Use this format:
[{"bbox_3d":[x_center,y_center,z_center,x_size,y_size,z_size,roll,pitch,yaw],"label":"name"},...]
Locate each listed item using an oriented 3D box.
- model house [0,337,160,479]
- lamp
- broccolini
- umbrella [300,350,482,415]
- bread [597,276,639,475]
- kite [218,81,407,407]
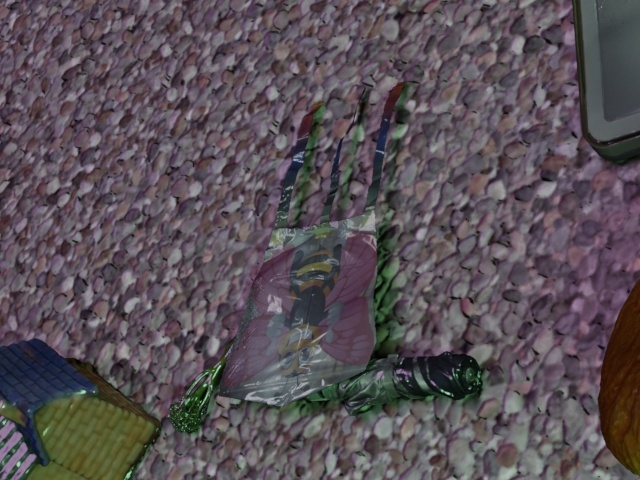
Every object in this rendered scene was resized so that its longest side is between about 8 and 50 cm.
[{"bbox_3d":[-0.302,0.201,1.652,0.166,0.172,0.183,29,87,43],"label":"model house"},{"bbox_3d":[0.351,-0.221,1.443,0.269,0.047,0.266,-17,57,32],"label":"lamp"},{"bbox_3d":[-0.103,0.136,1.631,0.035,0.030,0.140,38,88,36],"label":"broccolini"},{"bbox_3d":[0.059,0.130,1.485,0.188,0.046,0.050,-6,41,37],"label":"umbrella"},{"bbox_3d":[0.293,0.057,1.055,0.227,0.142,0.253,-76,12,-68],"label":"bread"},{"bbox_3d":[-0.002,-0.002,1.605,0.204,0.022,0.360,-14,52,39],"label":"kite"}]
